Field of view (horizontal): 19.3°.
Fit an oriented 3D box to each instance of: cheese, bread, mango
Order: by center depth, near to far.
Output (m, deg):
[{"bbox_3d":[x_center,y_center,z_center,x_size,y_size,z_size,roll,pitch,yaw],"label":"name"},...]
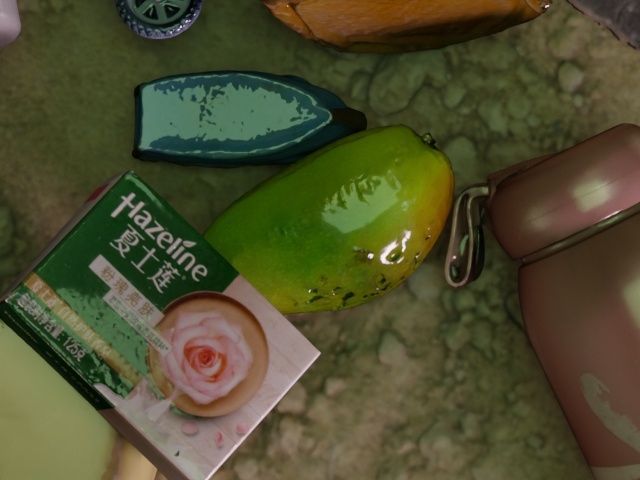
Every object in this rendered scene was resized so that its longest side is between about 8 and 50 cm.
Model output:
[{"bbox_3d":[0.062,-0.226,1.390,0.227,0.253,0.142,1,84,8],"label":"bread"},{"bbox_3d":[-0.259,0.195,1.400,0.260,0.128,0.315,12,88,-7],"label":"cheese"},{"bbox_3d":[0.000,0.000,1.442,0.233,0.111,0.125,-35,88,3],"label":"mango"}]

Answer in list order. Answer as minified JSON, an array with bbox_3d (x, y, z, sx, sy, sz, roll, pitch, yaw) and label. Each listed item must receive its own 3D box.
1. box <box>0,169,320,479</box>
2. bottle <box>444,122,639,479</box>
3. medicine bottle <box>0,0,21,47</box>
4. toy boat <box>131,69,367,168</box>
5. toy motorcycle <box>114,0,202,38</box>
[{"bbox_3d":[-0.119,0.065,1.353,0.199,0.081,0.135,45,74,-10],"label":"box"},{"bbox_3d":[0.228,0.066,1.432,0.206,0.173,0.296,-26,90,14],"label":"bottle"},{"bbox_3d":[-0.348,-0.241,1.358,0.238,0.238,0.231,-10,89,-6],"label":"medicine bottle"},{"bbox_3d":[-0.057,-0.094,1.469,0.186,0.077,0.075,-2,88,4],"label":"toy boat"},{"bbox_3d":[-0.126,-0.282,1.458,0.136,0.092,0.254,18,77,5],"label":"toy motorcycle"}]
